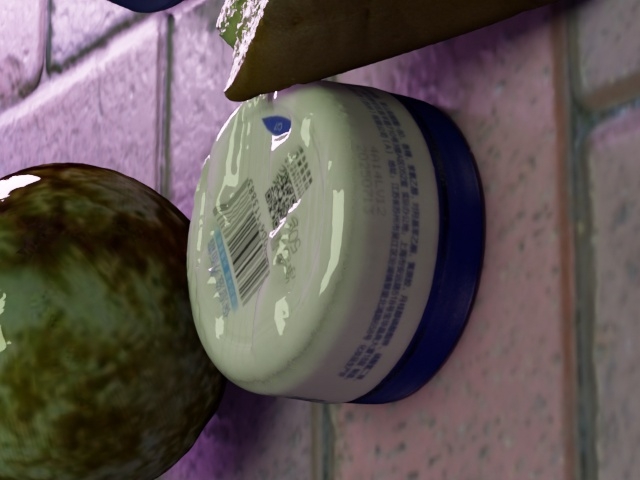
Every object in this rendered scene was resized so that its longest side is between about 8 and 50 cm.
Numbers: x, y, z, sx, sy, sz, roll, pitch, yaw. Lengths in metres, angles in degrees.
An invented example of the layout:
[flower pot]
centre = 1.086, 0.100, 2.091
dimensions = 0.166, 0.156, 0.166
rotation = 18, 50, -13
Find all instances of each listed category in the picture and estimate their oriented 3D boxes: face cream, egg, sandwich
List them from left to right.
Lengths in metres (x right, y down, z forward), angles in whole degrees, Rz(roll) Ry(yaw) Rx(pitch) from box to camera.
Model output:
[egg]
centre = -0.183, 0.059, 1.167
dimensions = 0.289, 0.238, 0.238
rotation = -99, 31, -61
[face cream]
centre = 0.000, 0.000, 1.013
dimensions = 0.206, 0.111, 0.206
rotation = -22, 63, 52
[sandwich]
centre = 0.034, -0.164, 0.926
dimensions = 0.258, 0.096, 0.094
rotation = -17, 49, 21

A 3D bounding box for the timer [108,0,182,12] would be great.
[timer]
centre = -0.265, -0.346, 1.243
dimensions = 0.270, 0.384, 0.270
rotation = -20, 66, 54
